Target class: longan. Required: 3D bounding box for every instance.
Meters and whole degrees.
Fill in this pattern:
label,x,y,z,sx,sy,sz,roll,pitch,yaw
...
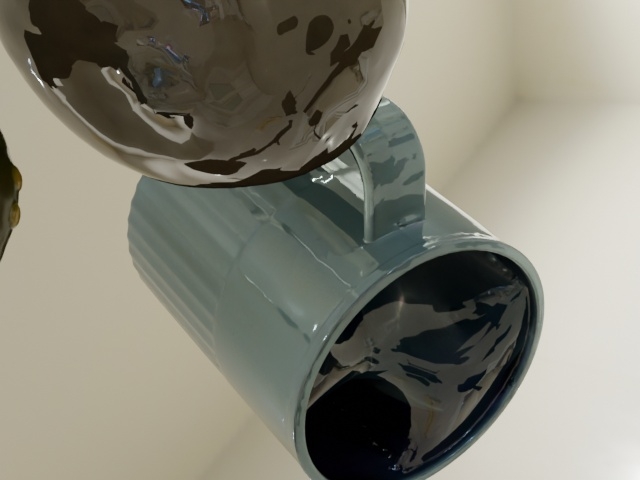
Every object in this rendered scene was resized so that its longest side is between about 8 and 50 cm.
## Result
label,x,y,z,sx,sy,sz,roll,pitch,yaw
longan,-0.076,-0.174,1.048,0.297,0.297,0.297,-8,-79,-42

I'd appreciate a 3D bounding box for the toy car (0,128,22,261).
label,x,y,z,sx,sy,sz,roll,pitch,yaw
toy car,-0.306,-0.023,0.988,0.198,0.247,0.204,53,-147,-71

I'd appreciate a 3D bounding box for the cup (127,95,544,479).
label,x,y,z,sx,sy,sz,roll,pitch,yaw
cup,-0.014,0.016,1.377,0.257,0.311,0.331,-44,-42,-5
